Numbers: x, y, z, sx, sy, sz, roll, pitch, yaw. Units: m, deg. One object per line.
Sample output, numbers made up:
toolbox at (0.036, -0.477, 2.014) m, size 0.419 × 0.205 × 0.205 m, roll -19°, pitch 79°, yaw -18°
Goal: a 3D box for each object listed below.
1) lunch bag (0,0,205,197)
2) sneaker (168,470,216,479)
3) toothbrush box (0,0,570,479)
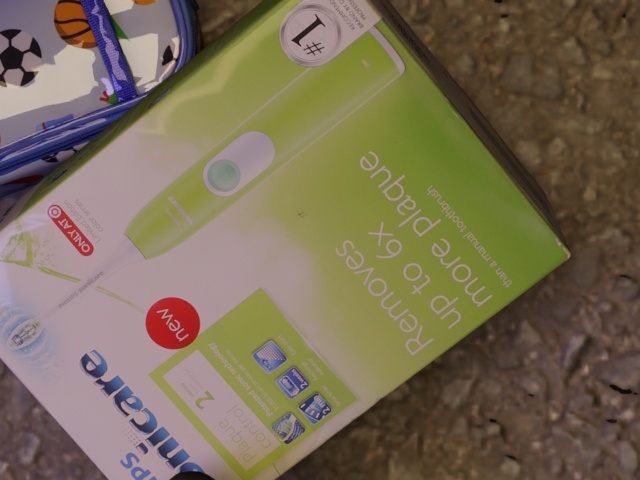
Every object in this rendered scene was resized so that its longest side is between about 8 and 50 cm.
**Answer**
lunch bag at (-0.206, -0.186, 1.082) m, size 0.243 × 0.115 × 0.303 m, roll -21°, pitch 81°, yaw 3°
sneaker at (0.018, 0.210, 0.961) m, size 0.130 × 0.109 × 0.286 m, roll -47°, pitch 119°, yaw -10°
toothbrush box at (-0.035, 0.002, 0.975) m, size 0.283 × 0.122 × 0.206 m, roll -37°, pitch 101°, yaw 12°
